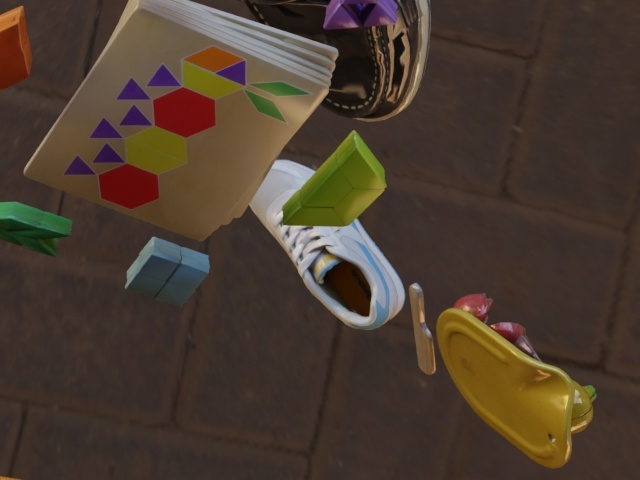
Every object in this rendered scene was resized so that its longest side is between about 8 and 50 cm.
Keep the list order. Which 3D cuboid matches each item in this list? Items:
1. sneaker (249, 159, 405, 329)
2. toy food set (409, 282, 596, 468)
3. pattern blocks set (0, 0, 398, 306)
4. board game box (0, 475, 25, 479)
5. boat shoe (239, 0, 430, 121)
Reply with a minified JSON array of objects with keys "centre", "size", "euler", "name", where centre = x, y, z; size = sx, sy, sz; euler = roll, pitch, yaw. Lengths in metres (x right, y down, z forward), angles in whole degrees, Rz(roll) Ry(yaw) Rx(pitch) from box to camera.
[{"centre":[0.000,0.000,1.759],"size":[0.229,0.092,0.087],"euler":[46,107,6],"name":"sneaker"},{"centre":[0.168,0.104,1.405],"size":[0.071,0.218,0.128],"euler":[-30,130,-20],"name":"toy food set"},{"centre":[-0.088,-0.079,1.019],"size":[0.285,0.026,0.325],"euler":[28,131,-29],"name":"pattern blocks set"},{"centre":[-0.119,0.405,1.209],"size":[0.356,0.356,0.356],"euler":[9,70,1],"name":"board game box"},{"centre":[-0.040,-0.256,1.286],"size":[0.186,0.500,0.156],"euler":[16,60,27],"name":"boat shoe"}]
